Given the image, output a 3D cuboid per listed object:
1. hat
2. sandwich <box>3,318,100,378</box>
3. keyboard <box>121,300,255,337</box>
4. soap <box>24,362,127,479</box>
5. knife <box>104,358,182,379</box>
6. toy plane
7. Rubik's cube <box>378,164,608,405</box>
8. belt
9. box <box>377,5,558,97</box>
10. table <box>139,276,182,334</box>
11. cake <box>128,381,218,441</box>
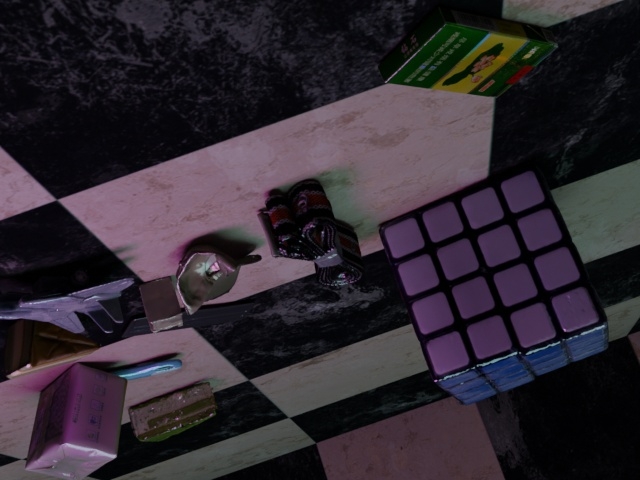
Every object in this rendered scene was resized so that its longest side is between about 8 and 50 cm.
[{"bbox_3d":[-0.190,0.049,1.682,0.147,0.085,0.175,-44,173,27],"label":"hat"},{"bbox_3d":[-0.484,0.218,1.699,0.079,0.113,0.163,-27,137,25],"label":"sandwich"},{"bbox_3d":[-0.316,0.172,1.917,0.381,0.041,0.103,-13,158,-34],"label":"keyboard"},{"bbox_3d":[-0.524,0.395,2.024,0.138,0.199,0.182,26,135,-29],"label":"soap"},{"bbox_3d":[-0.424,0.297,2.129,0.222,0.031,0.064,-8,161,-17],"label":"knife"},{"bbox_3d":[-0.455,0.095,1.542,0.267,0.088,0.212,9,145,-36],"label":"toy plane"},{"bbox_3d":[0.353,0.100,1.869,0.337,0.344,0.344,-23,160,10],"label":"Rubik's cube"},{"bbox_3d":[0.000,0.000,1.666,0.126,0.094,0.359,-24,159,11],"label":"belt"},{"bbox_3d":[0.206,-0.254,1.293,0.235,0.034,0.132,-1,152,-39],"label":"box"},{"bbox_3d":[-0.295,0.123,1.739,0.062,0.079,0.083,-16,160,-12],"label":"table"},{"bbox_3d":[-0.369,0.447,2.450,0.235,0.100,0.099,-21,161,7],"label":"cake"}]
